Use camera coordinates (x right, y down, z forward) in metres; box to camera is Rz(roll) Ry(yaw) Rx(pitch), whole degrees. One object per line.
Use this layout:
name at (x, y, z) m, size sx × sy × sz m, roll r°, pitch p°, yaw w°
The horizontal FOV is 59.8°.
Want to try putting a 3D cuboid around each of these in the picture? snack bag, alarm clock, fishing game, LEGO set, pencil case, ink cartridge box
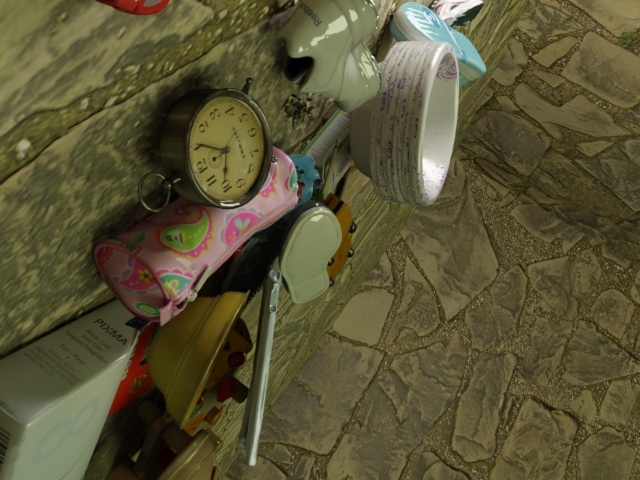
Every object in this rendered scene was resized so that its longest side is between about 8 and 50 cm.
snack bag at (-0.111, 0.217, 1.021) m, size 0.342 × 0.037 × 0.324 m, roll 138°, pitch -40°, yaw -83°
alarm clock at (-0.127, -0.091, 0.607) m, size 0.192 × 0.064 × 0.130 m, roll -46°, pitch 132°, yaw -41°
fishing game at (-0.069, -0.063, 0.933) m, size 0.264 × 0.041 × 0.189 m, roll -30°, pitch 155°, yaw -35°
LEGO set at (-0.036, -0.206, 0.874) m, size 0.054 × 0.023 × 0.083 m, roll -57°, pitch 155°, yaw -11°
pencil case at (-0.141, -0.016, 0.702) m, size 0.284 × 0.124 × 0.124 m, roll -47°, pitch 165°, yaw -42°
ink cartridge box at (0.041, -0.194, 1.091) m, size 0.209 × 0.062 × 0.109 m, roll -53°, pitch 166°, yaw -18°
ink cartridge box at (-0.299, 0.222, 0.765) m, size 0.385 × 0.091 × 0.308 m, roll -33°, pitch 153°, yaw -60°

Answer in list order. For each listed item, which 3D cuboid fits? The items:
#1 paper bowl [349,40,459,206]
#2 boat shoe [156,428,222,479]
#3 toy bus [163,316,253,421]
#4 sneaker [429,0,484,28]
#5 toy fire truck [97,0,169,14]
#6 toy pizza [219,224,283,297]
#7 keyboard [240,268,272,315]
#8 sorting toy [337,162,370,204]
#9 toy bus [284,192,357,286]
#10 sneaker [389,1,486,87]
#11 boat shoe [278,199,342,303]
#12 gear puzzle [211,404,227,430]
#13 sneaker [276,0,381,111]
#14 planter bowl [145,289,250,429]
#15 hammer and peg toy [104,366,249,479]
paper bowl at (0.149, -0.211, 1.005) m, size 0.284 × 0.147 × 0.285 m, roll 11°, pitch 90°, yaw -67°
boat shoe at (-0.221, 0.454, 1.018) m, size 0.121 × 0.110 × 0.341 m, roll -44°, pitch 162°, yaw -37°
toy bus at (-0.218, 0.201, 0.981) m, size 0.190 × 0.104 × 0.202 m, roll -18°, pitch -143°, yaw 40°
sneaker at (0.258, -0.487, 1.196) m, size 0.178 × 0.077 × 0.072 m, roll -29°, pitch 164°, yaw -21°
toy fire truck at (-0.097, -0.259, 0.420) m, size 0.192 × 0.047 × 0.135 m, roll -60°, pitch 169°, yaw 18°
toy pizza at (-0.140, 0.049, 1.081) m, size 0.201 × 0.032 × 0.201 m, roll -53°, pitch 167°, yaw -19°
keyboard at (-0.162, 0.125, 1.214) m, size 0.180 × 0.023 × 0.108 m, roll -50°, pitch 166°, yaw -26°
sorting toy at (0.101, -0.177, 1.453) m, size 0.193 × 0.038 × 0.208 m, roll -49°, pitch 170°, yaw -33°
toy bus at (0.000, 0.000, 1.267) m, size 0.108 × 0.130 × 0.333 m, roll -55°, pitch 168°, yaw -15°
sneaker at (0.194, -0.353, 1.159) m, size 0.208 × 0.127 × 0.318 m, roll -33°, pitch 156°, yaw 33°
boat shoe at (-0.036, 0.012, 1.022) m, size 0.116 × 0.099 × 0.320 m, roll -21°, pitch 153°, yaw -13°
gear puzzle at (-0.362, 0.508, 1.385) m, size 0.176 × 0.044 × 0.339 m, roll -57°, pitch 165°, yaw 9°
sneaker at (0.007, -0.253, 0.777) m, size 0.129 × 0.111 × 0.297 m, roll -39°, pitch 165°, yaw 0°
planter bowl at (-0.189, 0.152, 0.806) m, size 0.217 × 0.090 × 0.217 m, roll -155°, pitch -90°, yaw -87°
hammer and peg toy at (-0.313, 0.412, 1.112) m, size 0.361 × 0.127 × 0.266 m, roll -32°, pitch 153°, yaw -56°
